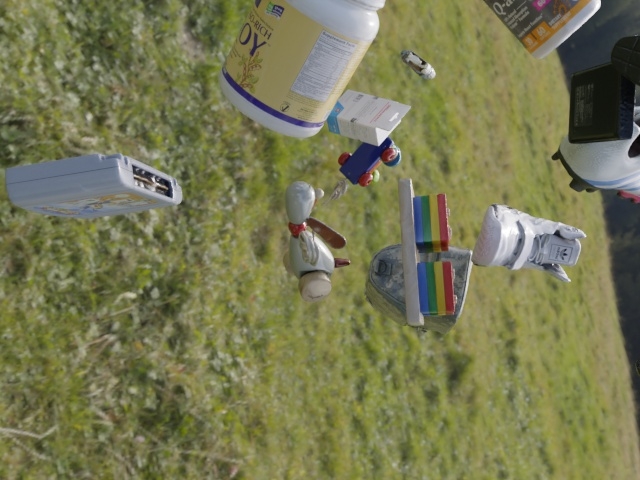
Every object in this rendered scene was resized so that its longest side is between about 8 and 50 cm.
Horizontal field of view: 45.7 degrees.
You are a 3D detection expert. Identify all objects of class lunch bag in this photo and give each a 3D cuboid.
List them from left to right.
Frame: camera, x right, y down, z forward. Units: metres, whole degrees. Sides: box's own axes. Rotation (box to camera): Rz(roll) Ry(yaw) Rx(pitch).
[{"bbox_3d":[0.247,0.119,2.017,0.305,0.256,0.212,81,24,-76],"label":"lunch bag"}]

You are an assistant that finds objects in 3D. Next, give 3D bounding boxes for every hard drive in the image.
[{"bbox_3d":[0.349,-0.170,0.947,0.135,0.022,0.094,-138,-131,-83],"label":"hard drive"}]

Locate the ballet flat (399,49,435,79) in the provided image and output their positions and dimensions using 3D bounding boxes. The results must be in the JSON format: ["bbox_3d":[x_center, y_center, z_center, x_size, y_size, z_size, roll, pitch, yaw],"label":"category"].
[{"bbox_3d":[0.253,-0.447,1.936,0.114,0.041,0.041,29,41,-23],"label":"ballet flat"}]

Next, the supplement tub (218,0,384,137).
[{"bbox_3d":[-0.033,-0.400,1.510,0.241,0.331,0.241,25,27,-14],"label":"supplement tub"}]

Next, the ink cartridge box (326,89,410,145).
[{"bbox_3d":[0.115,-0.285,1.786,0.104,0.180,0.060,-49,145,-29],"label":"ink cartridge box"}]

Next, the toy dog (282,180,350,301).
[{"bbox_3d":[0.000,0.000,1.874,0.333,0.161,0.220,102,-32,-60],"label":"toy dog"}]

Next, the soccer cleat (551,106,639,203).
[{"bbox_3d":[0.483,-0.132,1.135,0.331,0.143,0.116,-4,60,-46],"label":"soccer cleat"}]

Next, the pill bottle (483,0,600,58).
[{"bbox_3d":[0.391,-0.503,1.468,0.278,0.162,0.162,47,26,-1],"label":"pill bottle"}]

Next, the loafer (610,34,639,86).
[{"bbox_3d":[0.406,-0.188,0.832,0.061,0.170,0.062,-38,145,-57],"label":"loafer"}]

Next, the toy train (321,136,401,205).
[{"bbox_3d":[0.109,-0.177,2.025,0.105,0.248,0.143,47,13,21],"label":"toy train"}]

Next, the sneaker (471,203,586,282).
[{"bbox_3d":[0.465,0.007,1.678,0.366,0.210,0.137,-17,124,-68],"label":"sneaker"}]

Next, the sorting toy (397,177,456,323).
[{"bbox_3d":[0.205,0.029,1.435,0.257,0.089,0.255,38,49,-78],"label":"sorting toy"}]

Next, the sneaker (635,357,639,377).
[{"bbox_3d":[0.625,0.289,1.348,0.170,0.051,0.089,50,-17,46],"label":"sneaker"}]

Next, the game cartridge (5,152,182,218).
[{"bbox_3d":[-0.358,-0.080,1.209,0.297,0.198,0.062,25,53,-82],"label":"game cartridge"}]
